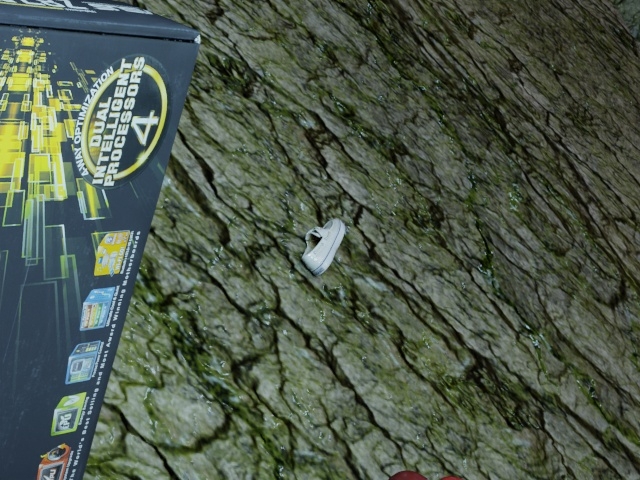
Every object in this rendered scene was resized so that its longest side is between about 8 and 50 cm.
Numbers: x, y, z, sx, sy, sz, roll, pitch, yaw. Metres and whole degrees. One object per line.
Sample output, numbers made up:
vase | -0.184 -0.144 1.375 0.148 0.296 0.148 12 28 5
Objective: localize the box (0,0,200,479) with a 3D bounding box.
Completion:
box | -0.259 0.019 1.075 0.097 0.395 0.318 27 16 32

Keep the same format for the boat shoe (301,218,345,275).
boat shoe | 0.000 0.000 1.781 0.035 0.035 0.100 44 37 -15

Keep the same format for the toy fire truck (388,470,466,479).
toy fire truck | 0.156 0.326 1.511 0.254 0.169 0.302 33 28 9
